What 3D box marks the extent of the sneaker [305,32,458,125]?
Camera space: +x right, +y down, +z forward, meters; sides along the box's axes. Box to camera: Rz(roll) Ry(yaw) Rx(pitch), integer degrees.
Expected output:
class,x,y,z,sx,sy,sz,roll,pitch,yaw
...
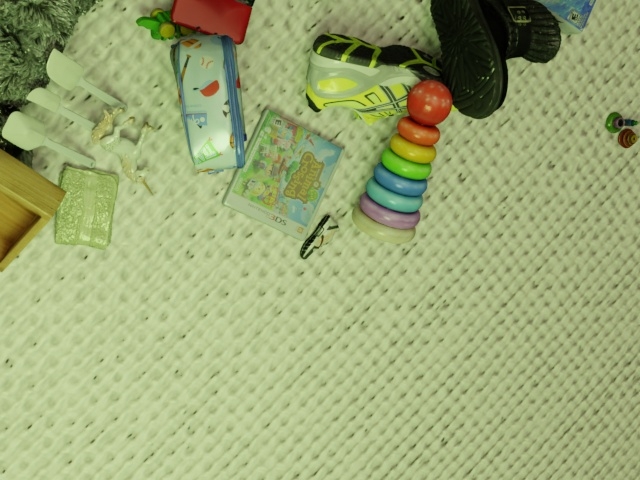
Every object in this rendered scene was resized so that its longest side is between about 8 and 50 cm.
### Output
class,x,y,z,sx,sy,sz,roll,pitch,yaw
sneaker,0.138,-0.317,1.578,0.384,0.145,0.147,8,125,-25

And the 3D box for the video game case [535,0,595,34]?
class,x,y,z,sx,sy,sz,roll,pitch,yaw
video game case,0.535,-0.640,1.705,0.244,0.061,0.270,23,90,-23

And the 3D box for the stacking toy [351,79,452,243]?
class,x,y,z,sx,sy,sz,roll,pitch,yaw
stacking toy,0.179,-0.164,1.543,0.141,0.141,0.330,9,115,-23

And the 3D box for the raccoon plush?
class,x,y,z,sx,sy,sz,roll,pitch,yaw
raccoon plush,-0.472,-0.332,1.327,0.299,0.216,0.447,-23,138,-32

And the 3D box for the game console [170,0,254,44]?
class,x,y,z,sx,sy,sz,roll,pitch,yaw
game console,-0.204,-0.447,1.428,0.144,0.124,0.085,14,123,-24

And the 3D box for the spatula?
class,x,y,z,sx,sy,sz,roll,pitch,yaw
spatula,-0.432,-0.213,1.320,0.019,0.242,0.168,27,88,18

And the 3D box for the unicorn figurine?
class,x,y,z,sx,sy,sz,roll,pitch,yaw
unicorn figurine,-0.357,-0.174,1.418,0.162,0.060,0.111,30,96,-34

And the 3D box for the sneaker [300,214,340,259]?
class,x,y,z,sx,sy,sz,roll,pitch,yaw
sneaker,0.000,0.000,1.605,0.043,0.040,0.109,42,82,-24

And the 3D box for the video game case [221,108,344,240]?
class,x,y,z,sx,sy,sz,roll,pitch,yaw
video game case,-0.074,-0.131,1.562,0.193,0.023,0.213,25,89,-24

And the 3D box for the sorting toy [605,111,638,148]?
class,x,y,z,sx,sy,sz,roll,pitch,yaw
sorting toy,0.744,-0.272,1.860,0.061,0.042,0.102,-47,112,-9

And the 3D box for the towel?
class,x,y,z,sx,sy,sz,roll,pitch,yaw
towel,-0.438,-0.060,1.424,0.110,0.027,0.148,8,96,-22

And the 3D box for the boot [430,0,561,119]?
class,x,y,z,sx,sy,sz,roll,pitch,yaw
boot,0.380,-0.384,1.565,0.260,0.131,0.348,9,62,-30

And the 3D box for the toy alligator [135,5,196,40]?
class,x,y,z,sx,sy,sz,roll,pitch,yaw
toy alligator,-0.255,-0.406,1.432,0.189,0.056,0.051,-18,147,-28

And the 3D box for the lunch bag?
class,x,y,z,sx,sy,sz,roll,pitch,yaw
lunch bag,-0.194,-0.234,1.354,0.114,0.303,0.243,-9,101,-7

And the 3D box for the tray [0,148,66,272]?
class,x,y,z,sx,sy,sz,roll,pitch,yaw
tray,-0.647,-0.125,1.241,0.411,0.202,0.076,37,40,-22
